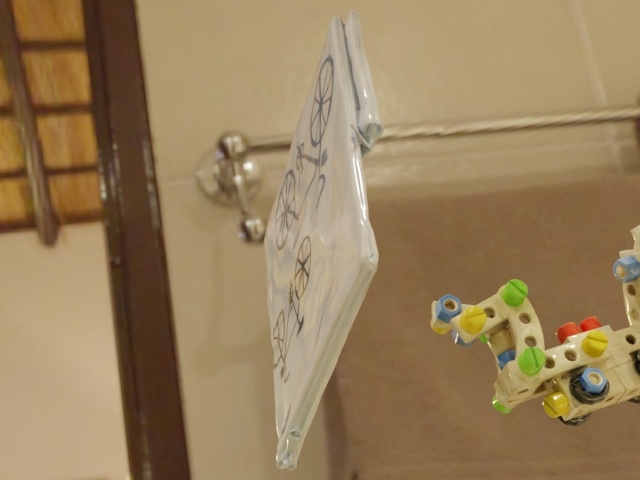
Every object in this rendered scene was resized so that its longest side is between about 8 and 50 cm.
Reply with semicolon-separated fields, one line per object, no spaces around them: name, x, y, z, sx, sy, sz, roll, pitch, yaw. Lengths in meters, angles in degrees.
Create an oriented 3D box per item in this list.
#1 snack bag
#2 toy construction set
snack bag;0.000;0.000;1.118;0.037;0.342;0.323;8;-46;-14
toy construction set;0.323;0.111;1.452;0.328;0.215;0.151;-22;-30;-11
